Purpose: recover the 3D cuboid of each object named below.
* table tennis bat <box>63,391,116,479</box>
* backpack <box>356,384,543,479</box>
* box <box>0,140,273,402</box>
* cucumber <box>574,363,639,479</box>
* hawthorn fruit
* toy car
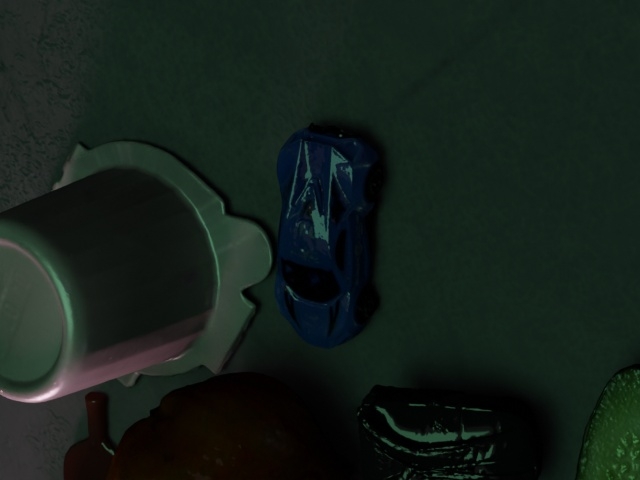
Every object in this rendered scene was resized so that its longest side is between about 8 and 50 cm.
[{"bbox_3d":[-0.238,0.236,1.892,0.098,0.019,0.155,11,112,29],"label":"table tennis bat"},{"bbox_3d":[0.117,0.188,1.589,0.165,0.106,0.120,3,110,11],"label":"backpack"},{"bbox_3d":[-0.216,0.050,1.703,0.291,0.206,0.262,-1,104,36],"label":"box"},{"bbox_3d":[0.279,0.220,1.513,0.115,0.063,0.244,18,115,37],"label":"cucumber"},{"bbox_3d":[-0.069,0.250,1.668,0.261,0.224,0.224,42,124,5],"label":"hawthorn fruit"},{"bbox_3d":[0.000,0.000,1.631,0.103,0.063,0.216,14,112,29],"label":"toy car"}]
